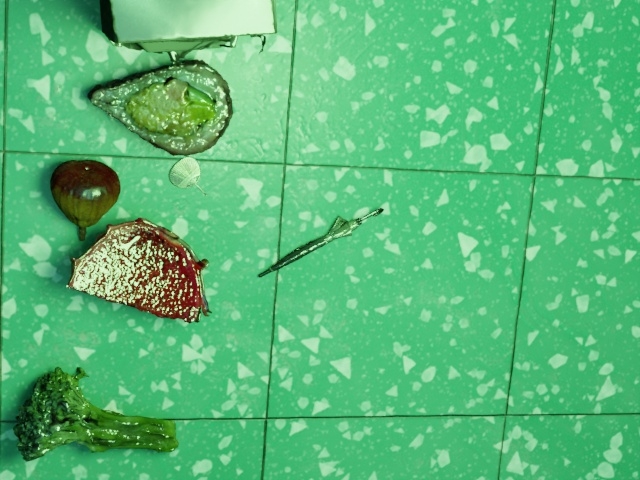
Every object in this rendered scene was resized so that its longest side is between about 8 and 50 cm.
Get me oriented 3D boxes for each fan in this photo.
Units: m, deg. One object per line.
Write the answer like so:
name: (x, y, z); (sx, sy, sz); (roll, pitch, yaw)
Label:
fan: (-0.244, -0.111, 1.993); (0.060, 0.003, 0.080); (-16, 106, -9)

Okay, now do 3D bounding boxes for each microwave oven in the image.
microwave oven: (-0.226, -0.462, 1.692); (0.236, 0.432, 0.374); (-7, 103, -12)

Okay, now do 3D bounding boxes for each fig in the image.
fig: (-0.407, -0.079, 1.926); (0.119, 0.153, 0.119); (0, 63, 0)

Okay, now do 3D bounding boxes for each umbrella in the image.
umbrella: (0.000, -0.002, 2.059); (0.269, 0.044, 0.044); (-28, 77, -7)

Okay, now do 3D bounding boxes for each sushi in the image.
sushi: (-0.270, -0.220, 1.908); (0.241, 0.107, 0.161); (-16, 105, -1)

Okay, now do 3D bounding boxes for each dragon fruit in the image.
dragon fruit: (-0.319, 0.043, 1.956); (0.274, 0.126, 0.161); (18, 88, -26)

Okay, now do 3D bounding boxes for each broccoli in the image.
broccoli: (-0.400, 0.338, 2.002); (0.304, 0.145, 0.165); (15, 103, -29)
